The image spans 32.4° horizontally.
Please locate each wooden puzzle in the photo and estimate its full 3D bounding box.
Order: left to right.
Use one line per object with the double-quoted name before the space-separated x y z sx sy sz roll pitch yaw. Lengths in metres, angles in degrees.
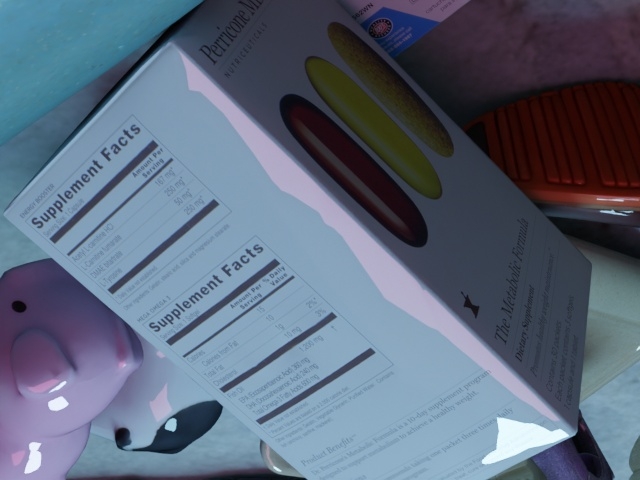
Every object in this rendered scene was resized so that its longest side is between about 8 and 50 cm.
"wooden puzzle" 0.104 0.083 0.738 0.221 0.044 0.239 15 128 -37

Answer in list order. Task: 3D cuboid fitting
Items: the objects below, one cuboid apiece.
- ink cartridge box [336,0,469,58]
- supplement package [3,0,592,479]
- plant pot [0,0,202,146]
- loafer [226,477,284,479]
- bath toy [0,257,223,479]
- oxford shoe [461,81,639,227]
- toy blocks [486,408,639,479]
"ink cartridge box" 0.019 -0.159 0.550 0.088 0.052 0.122 -35 121 27
"supplement package" 0.000 0.000 0.537 0.244 0.139 0.134 43 125 -15
"plant pot" -0.234 -0.131 0.418 0.334 0.341 0.341 -28 126 12
"loafer" -0.083 0.255 0.895 0.302 0.109 0.095 2 151 7
"bath toy" -0.130 0.070 0.579 0.129 0.348 0.151 9 107 39
"oxford shoe" 0.208 -0.026 0.639 0.271 0.097 0.098 2 139 0
"toy blocks" 0.273 0.190 0.592 0.309 0.289 0.260 -29 115 25
